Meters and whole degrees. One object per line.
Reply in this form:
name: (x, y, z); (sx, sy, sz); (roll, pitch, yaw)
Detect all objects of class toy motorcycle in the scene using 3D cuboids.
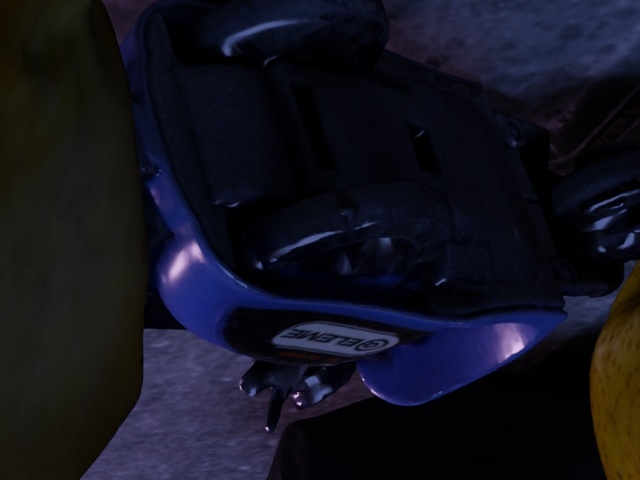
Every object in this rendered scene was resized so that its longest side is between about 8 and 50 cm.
toy motorcycle: (0.000, 0.000, 0.717); (0.213, 0.125, 0.358); (-30, 158, 33)

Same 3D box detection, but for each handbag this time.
handbag: (0.127, 0.169, 1.136); (0.342, 0.152, 0.288); (0, 170, -4)

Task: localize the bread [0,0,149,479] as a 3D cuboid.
bread: (-0.154, -0.036, 0.358); (0.314, 0.191, 0.370); (-36, 147, -47)

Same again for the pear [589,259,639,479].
pear: (0.268, 0.074, 0.804); (0.294, 0.294, 0.294); (-9, 156, -4)
